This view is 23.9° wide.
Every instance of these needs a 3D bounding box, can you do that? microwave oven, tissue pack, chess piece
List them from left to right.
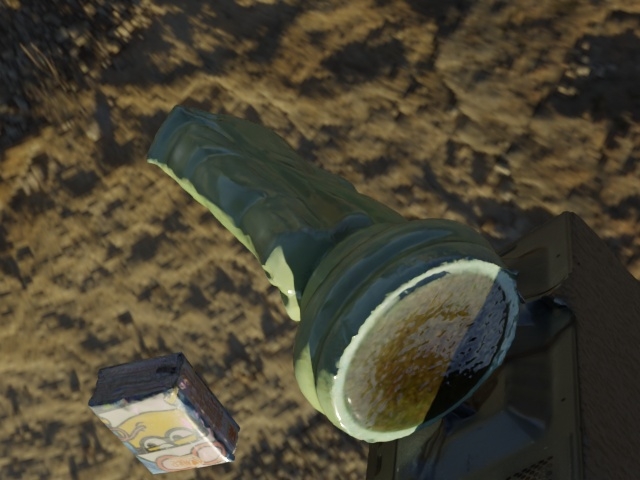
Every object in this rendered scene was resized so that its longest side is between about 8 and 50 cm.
[{"bbox_3d":[-0.177,0.202,1.742,0.115,0.065,0.155,-12,134,23],"label":"tissue pack"},{"bbox_3d":[0.000,0.000,1.139,0.176,0.298,0.176,-23,136,-24],"label":"chess piece"},{"bbox_3d":[0.217,0.236,1.338,0.236,0.432,0.374,-34,116,27],"label":"microwave oven"}]
